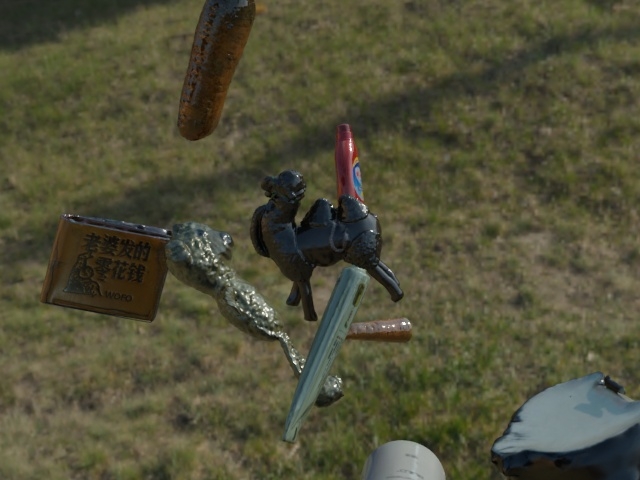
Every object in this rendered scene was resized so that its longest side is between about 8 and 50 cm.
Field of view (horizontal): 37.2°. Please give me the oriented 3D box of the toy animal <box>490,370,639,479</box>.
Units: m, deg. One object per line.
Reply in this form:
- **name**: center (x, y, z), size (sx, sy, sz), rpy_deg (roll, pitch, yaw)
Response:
- **toy animal**: center (0.348, 0.305, 1.143), size (0.212, 0.267, 0.212), rpy_deg (-27, 18, 9)

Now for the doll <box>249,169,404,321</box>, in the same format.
- **doll**: center (0.000, 0.000, 0.985), size (0.139, 0.165, 0.057), rpy_deg (-15, 20, 8)

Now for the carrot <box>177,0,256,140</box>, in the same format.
- **carrot**: center (-0.124, -0.201, 1.081), size (0.060, 0.186, 0.060), rpy_deg (20, 17, -6)

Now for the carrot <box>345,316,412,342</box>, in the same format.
- **carrot**: center (0.111, 0.208, 2.171), size (0.209, 0.061, 0.061), rpy_deg (1, 21, -33)

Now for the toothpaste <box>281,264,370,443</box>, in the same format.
- **toothpaste**: center (0.010, 0.120, 1.130), size (0.037, 0.255, 0.067), rpy_deg (20, -9, 15)

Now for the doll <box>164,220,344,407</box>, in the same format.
- **doll**: center (-0.087, 0.092, 1.214), size (0.286, 0.091, 0.202), rpy_deg (53, 14, 25)

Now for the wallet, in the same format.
- **wallet**: center (-0.348, 0.045, 1.571), size (0.195, 0.161, 0.042), rpy_deg (12, 13, -20)

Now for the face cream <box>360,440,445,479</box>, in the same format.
- **face cream**: center (0.065, 0.283, 0.850), size (0.092, 0.092, 0.311), rpy_deg (-1, 13, 8)

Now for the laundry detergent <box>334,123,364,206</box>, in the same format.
- **laundry detergent**: center (0.054, -0.140, 1.827), size (0.049, 0.165, 0.097), rpy_deg (-6, -3, 13)
